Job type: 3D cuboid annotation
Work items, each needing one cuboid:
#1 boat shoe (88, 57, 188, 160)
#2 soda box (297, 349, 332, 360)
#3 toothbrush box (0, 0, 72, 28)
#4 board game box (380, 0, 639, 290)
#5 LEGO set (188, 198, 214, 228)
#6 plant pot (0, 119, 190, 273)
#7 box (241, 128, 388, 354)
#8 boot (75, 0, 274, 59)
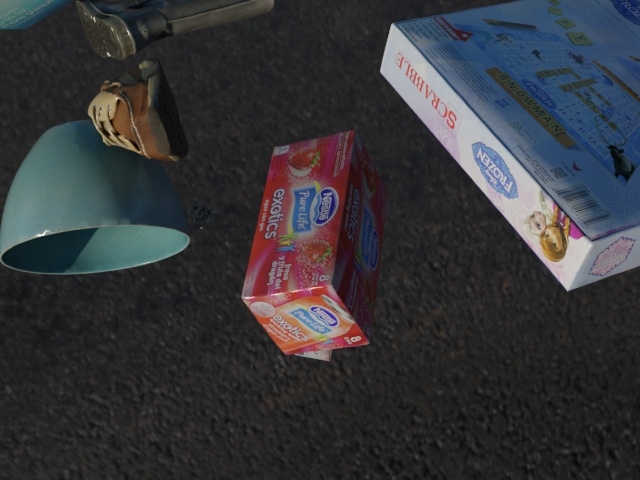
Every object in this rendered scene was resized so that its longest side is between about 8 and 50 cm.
[{"bbox_3d":[-0.266,-0.175,1.492,0.119,0.123,0.324,-19,20,-4],"label":"boat shoe"},{"bbox_3d":[-0.012,0.153,1.790,0.062,0.183,0.058,10,97,-5],"label":"soda box"},{"bbox_3d":[-0.464,-0.388,1.428,0.216,0.295,0.126,-20,88,31],"label":"toothbrush box"},{"bbox_3d":[0.273,-0.122,1.006,0.317,0.066,0.319,-15,52,-25],"label":"board game box"},{"bbox_3d":[-0.213,-0.039,1.806,0.023,0.054,0.083,20,53,43],"label":"LEGO set"},{"bbox_3d":[-0.360,-0.076,1.628,0.290,0.290,0.196,-11,77,10],"label":"plant pot"},{"bbox_3d":[0.000,0.000,1.306,0.122,0.128,0.257,-9,47,22],"label":"box"},{"bbox_3d":[-0.185,-0.293,1.304,0.208,0.076,0.189,-30,37,-20],"label":"boot"}]
